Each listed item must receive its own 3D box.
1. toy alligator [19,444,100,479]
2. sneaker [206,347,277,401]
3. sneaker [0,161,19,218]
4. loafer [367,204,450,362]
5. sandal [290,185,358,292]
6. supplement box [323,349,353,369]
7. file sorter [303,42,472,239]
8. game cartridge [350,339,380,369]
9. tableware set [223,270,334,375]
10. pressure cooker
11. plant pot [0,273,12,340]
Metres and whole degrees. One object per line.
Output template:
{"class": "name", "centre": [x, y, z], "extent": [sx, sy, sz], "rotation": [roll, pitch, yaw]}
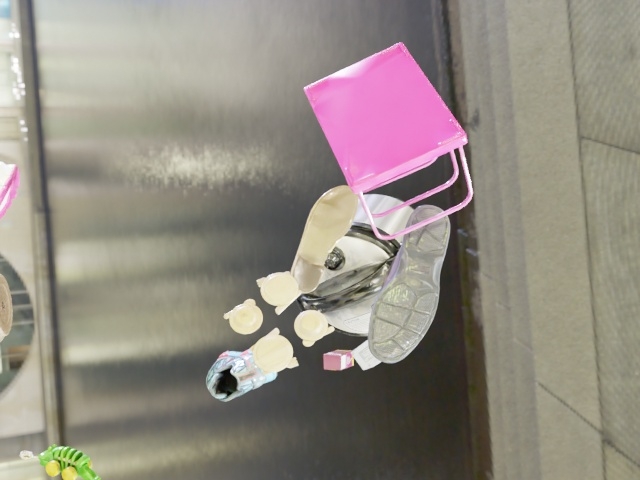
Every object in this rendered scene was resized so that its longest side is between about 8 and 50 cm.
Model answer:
{"class": "toy alligator", "centre": [-0.505, 0.419, 1.375], "extent": [0.189, 0.056, 0.051], "rotation": [12, 101, 20]}
{"class": "sneaker", "centre": [-0.214, 0.311, 1.624], "extent": [0.262, 0.125, 0.104], "rotation": [-33, 82, 50]}
{"class": "sneaker", "centre": [-0.550, -0.021, 1.043], "extent": [0.252, 0.111, 0.103], "rotation": [-68, 9, -23]}
{"class": "loafer", "centre": [0.165, 0.085, 1.313], "extent": [0.095, 0.109, 0.303], "rotation": [98, -168, -76]}
{"class": "sandal", "centre": [-0.006, -0.003, 1.461], "extent": [0.240, 0.088, 0.079], "rotation": [-65, 13, -14]}
{"class": "supplement box", "centre": [0.050, 0.327, 1.948], "extent": [0.055, 0.083, 0.043], "rotation": [-1, 89, 27]}
{"class": "file sorter", "centre": [0.126, -0.174, 1.295], "extent": [0.182, 0.202, 0.291], "rotation": [63, -176, -49]}
{"class": "game cartridge", "centre": [0.115, 0.241, 1.548], "extent": [0.056, 0.083, 0.017], "rotation": [54, -173, 12]}
{"class": "tableware set", "centre": [-0.072, 0.133, 1.172], "extent": [0.169, 0.141, 0.020], "rotation": [49, 160, 27]}
{"class": "pressure cooker", "centre": [0.127, 0.084, 2.163], "extent": [0.420, 0.375, 0.370], "rotation": [-49, -21, -60]}
{"class": "plant pot", "centre": [-0.652, 0.126, 1.339], "extent": [0.237, 0.109, 0.237], "rotation": [172, 90, -80]}
